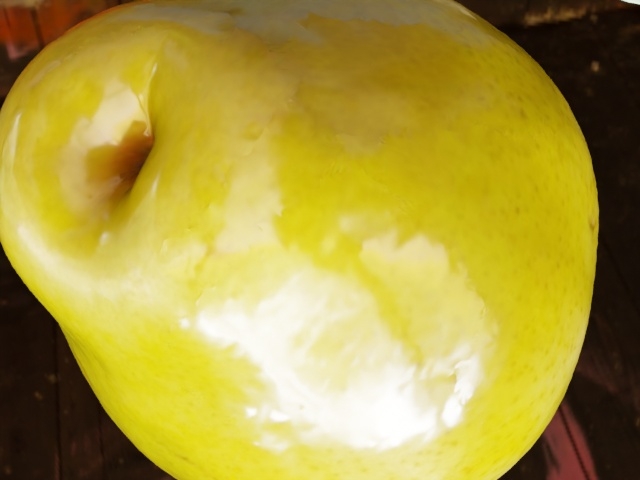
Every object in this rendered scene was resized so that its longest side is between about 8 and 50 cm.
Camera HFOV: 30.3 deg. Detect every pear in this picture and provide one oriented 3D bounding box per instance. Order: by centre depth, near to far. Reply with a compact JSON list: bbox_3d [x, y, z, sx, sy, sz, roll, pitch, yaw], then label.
[{"bbox_3d":[0.000,0.000,0.762,0.362,0.418,0.362,-12,-113,30],"label":"pear"}]

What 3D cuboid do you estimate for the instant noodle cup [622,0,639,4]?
[{"bbox_3d":[0.468,-0.497,1.593,0.284,0.284,0.312,20,-104,20],"label":"instant noodle cup"}]
